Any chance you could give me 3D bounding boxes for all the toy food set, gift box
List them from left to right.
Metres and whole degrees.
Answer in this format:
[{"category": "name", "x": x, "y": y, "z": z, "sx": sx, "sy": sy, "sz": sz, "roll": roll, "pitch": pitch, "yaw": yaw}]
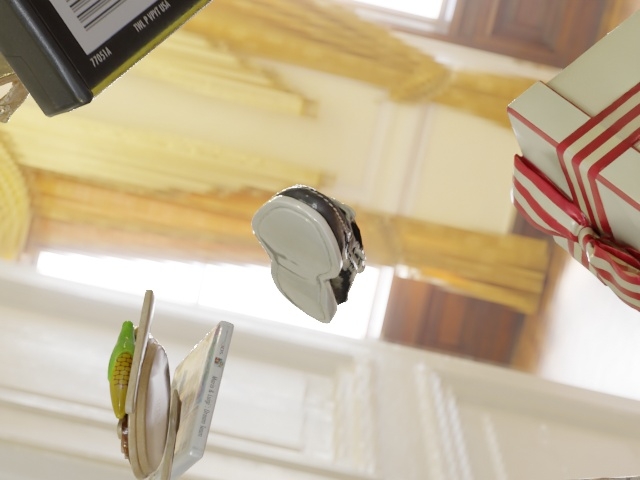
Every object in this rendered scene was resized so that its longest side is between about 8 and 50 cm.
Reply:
[{"category": "toy food set", "x": -0.156, "y": 0.139, "z": 1.291, "sx": 0.192, "sy": 0.039, "sz": 0.132, "roll": 84, "pitch": -170, "yaw": -53}, {"category": "gift box", "x": 0.357, "y": -0.047, "z": 1.490, "sx": 0.255, "sy": 0.258, "sz": 0.276, "roll": 43, "pitch": 167, "yaw": 47}]

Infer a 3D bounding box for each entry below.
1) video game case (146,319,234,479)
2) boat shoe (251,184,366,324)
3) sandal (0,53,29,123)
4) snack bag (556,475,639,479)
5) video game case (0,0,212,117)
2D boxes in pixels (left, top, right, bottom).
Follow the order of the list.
[{"category": "video game case", "x": -0.132, "y": 0.170, "z": 1.513, "sx": 0.157, "sy": 0.019, "sz": 0.143, "roll": 134, "pitch": 152, "yaw": -58}, {"category": "boat shoe", "x": 0.000, "y": 0.000, "z": 0.687, "sx": 0.038, "sy": 0.046, "sz": 0.125, "roll": -55, "pitch": -18, "yaw": -17}, {"category": "sandal", "x": -0.300, "y": -0.151, "z": 1.455, "sx": 0.088, "sy": 0.240, "sz": 0.079, "roll": 41, "pitch": 146, "yaw": 41}, {"category": "snack bag", "x": 0.294, "y": 0.185, "z": 1.022, "sx": 0.323, "sy": 0.343, "sz": 0.037, "roll": 11, "pitch": -107, "yaw": -73}, {"category": "video game case", "x": -0.102, "y": -0.230, "z": 0.620, "sx": 0.035, "sy": 0.275, "sz": 0.248, "roll": -12, "pitch": 28, "yaw": 49}]
